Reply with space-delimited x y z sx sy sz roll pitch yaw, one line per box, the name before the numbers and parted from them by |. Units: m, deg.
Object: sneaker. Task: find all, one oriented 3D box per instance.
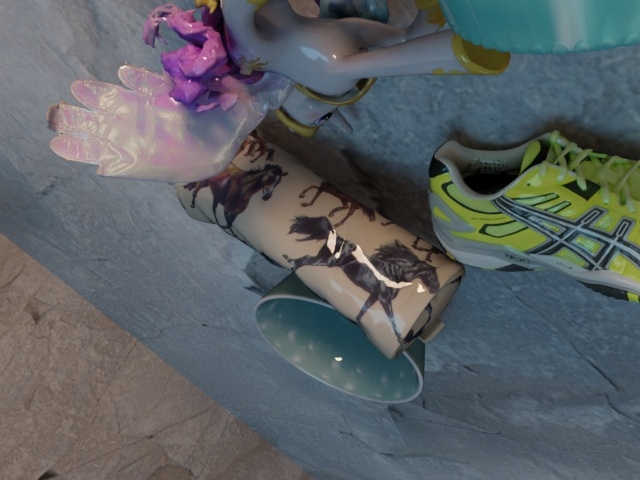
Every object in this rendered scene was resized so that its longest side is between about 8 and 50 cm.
sneaker | 0.286 -0.036 0.661 0.385 0.145 0.147 2 140 35

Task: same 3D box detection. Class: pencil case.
pencil case | 0.000 0.000 0.859 0.410 0.160 0.183 34 174 14

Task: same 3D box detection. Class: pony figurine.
pony figurine | -0.056 -0.193 0.598 0.351 0.302 0.363 13 170 -23

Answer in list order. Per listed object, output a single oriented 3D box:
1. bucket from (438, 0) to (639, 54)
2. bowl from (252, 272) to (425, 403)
bucket | 0.160 -0.250 0.342 0.281 0.281 0.183 5 141 35
bowl | 0.055 0.130 1.063 0.312 0.163 0.311 20 147 14
